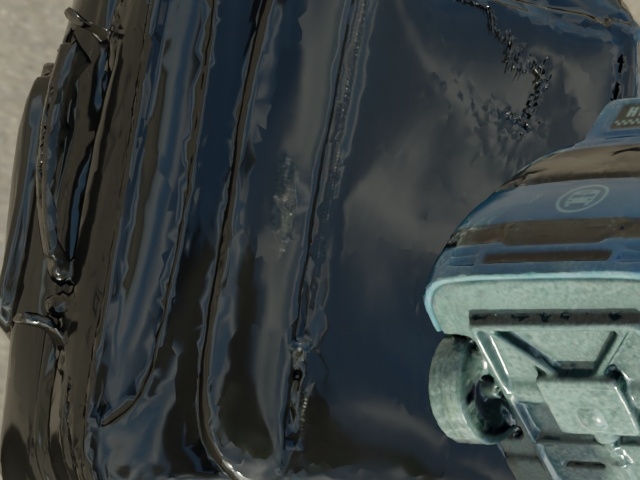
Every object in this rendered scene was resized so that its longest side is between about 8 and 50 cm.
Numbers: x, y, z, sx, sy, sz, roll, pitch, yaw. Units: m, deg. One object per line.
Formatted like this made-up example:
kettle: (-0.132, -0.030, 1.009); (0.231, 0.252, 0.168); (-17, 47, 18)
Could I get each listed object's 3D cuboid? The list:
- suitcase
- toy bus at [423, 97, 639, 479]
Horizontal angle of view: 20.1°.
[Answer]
suitcase: (0.000, 0.000, 0.962); (0.339, 0.188, 0.345); (12, 81, -26)
toy bus: (0.143, 0.071, 0.656); (0.134, 0.113, 0.246); (-54, 127, -36)
